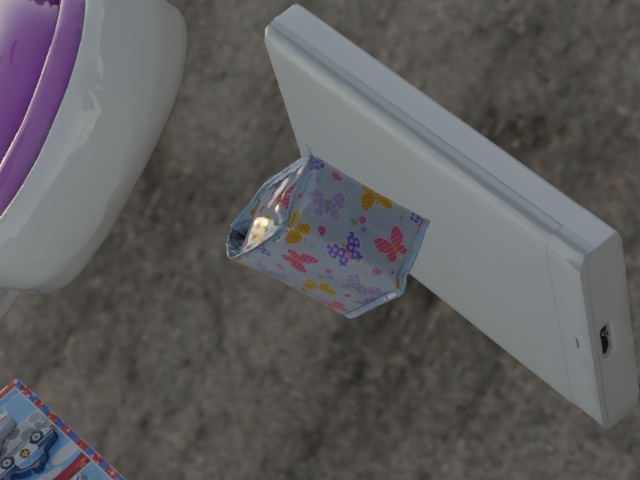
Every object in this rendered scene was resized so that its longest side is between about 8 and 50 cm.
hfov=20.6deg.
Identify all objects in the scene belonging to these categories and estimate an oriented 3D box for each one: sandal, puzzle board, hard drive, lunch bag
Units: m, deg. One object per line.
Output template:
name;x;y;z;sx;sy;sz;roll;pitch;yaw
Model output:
sandal;-0.155;-0.125;0.704;0.169;0.102;0.416;-60;32;10
puzzle board;-0.157;0.124;0.771;0.128;0.011;0.096;-41;48;-16
hard drive;0.090;-0.018;1.221;0.040;0.203;0.307;-40;54;-16
lunch bag;0.000;0.000;0.838;0.083;0.071;0.053;-34;31;60

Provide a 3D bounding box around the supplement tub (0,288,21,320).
supplement tub;-0.371;-0.003;1.577;0.144;0.199;0.144;-50;-13;-16
